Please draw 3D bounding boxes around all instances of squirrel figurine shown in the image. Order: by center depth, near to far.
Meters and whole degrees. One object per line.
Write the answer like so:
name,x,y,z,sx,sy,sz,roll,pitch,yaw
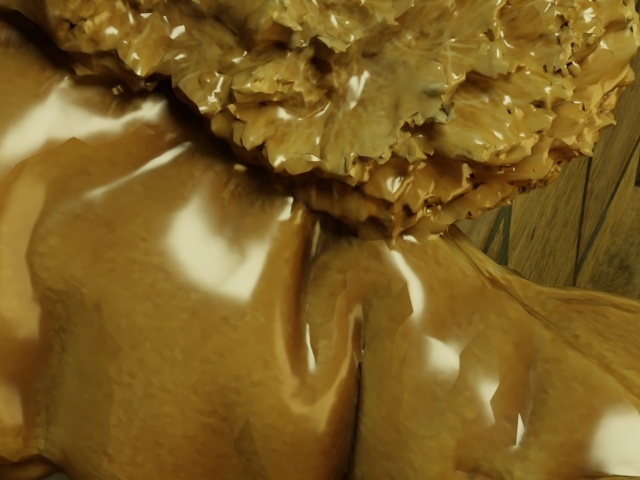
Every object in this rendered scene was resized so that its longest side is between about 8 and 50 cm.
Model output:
squirrel figurine,0.000,0.000,0.641,0.281,0.370,0.397,-33,140,-63
